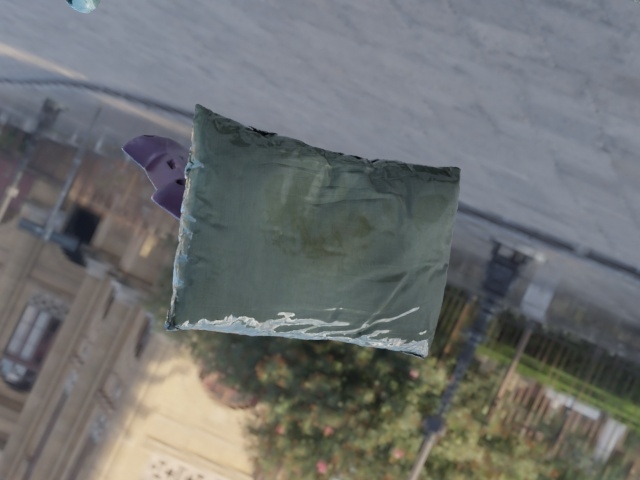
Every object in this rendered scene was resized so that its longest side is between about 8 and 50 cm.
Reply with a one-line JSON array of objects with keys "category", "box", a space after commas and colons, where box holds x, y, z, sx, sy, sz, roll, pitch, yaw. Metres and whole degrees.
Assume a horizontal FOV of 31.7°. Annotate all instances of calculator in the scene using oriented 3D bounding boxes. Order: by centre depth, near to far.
[{"category": "calculator", "box": [-0.044, 0.001, 1.038, 0.294, 0.043, 0.194, 35, -174, -29]}]

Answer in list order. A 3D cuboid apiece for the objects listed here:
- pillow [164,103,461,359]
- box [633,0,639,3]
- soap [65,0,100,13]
[{"category": "pillow", "box": [0.000, 0.000, 0.779, 0.229, 0.148, 0.050, 9, 168, -34]}, {"category": "box", "box": [0.395, -0.437, 1.168, 0.396, 0.396, 0.111, 2, -132, -51]}, {"category": "soap", "box": [-0.142, -0.227, 0.569, 0.114, 0.063, 0.198, 54, 164, 30]}]
